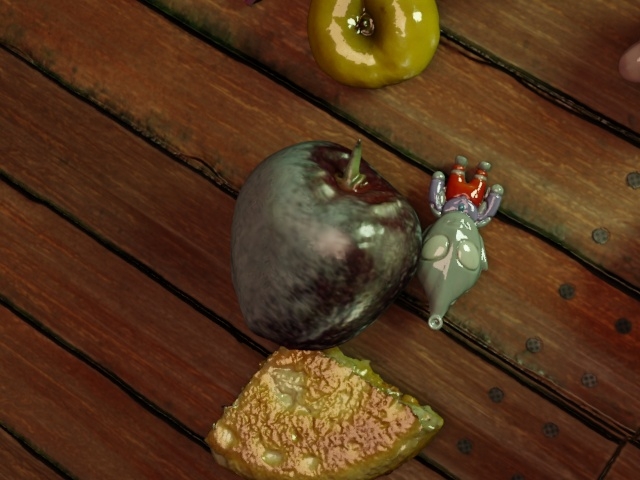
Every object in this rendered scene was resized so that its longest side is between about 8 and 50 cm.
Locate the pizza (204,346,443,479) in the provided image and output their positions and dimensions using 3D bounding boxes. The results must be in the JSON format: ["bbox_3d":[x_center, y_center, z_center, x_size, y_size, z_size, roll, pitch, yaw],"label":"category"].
[{"bbox_3d":[-0.003,0.227,1.660,0.335,0.086,0.226,-10,85,17],"label":"pizza"}]

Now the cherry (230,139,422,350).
[{"bbox_3d":[0.000,0.000,1.571,0.255,0.218,0.296,41,113,26],"label":"cherry"}]

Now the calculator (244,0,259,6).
[{"bbox_3d":[-0.050,-0.419,1.664,0.190,0.034,0.126,-29,82,17],"label":"calculator"}]

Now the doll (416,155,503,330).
[{"bbox_3d":[0.172,0.005,1.595,0.102,0.075,0.227,15,86,8],"label":"doll"}]

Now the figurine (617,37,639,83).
[{"bbox_3d":[0.457,-0.224,1.438,0.173,0.173,0.173,1,94,19],"label":"figurine"}]

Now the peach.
[{"bbox_3d":[0.069,-0.283,1.594,0.179,0.103,0.179,1,93,20],"label":"peach"}]
